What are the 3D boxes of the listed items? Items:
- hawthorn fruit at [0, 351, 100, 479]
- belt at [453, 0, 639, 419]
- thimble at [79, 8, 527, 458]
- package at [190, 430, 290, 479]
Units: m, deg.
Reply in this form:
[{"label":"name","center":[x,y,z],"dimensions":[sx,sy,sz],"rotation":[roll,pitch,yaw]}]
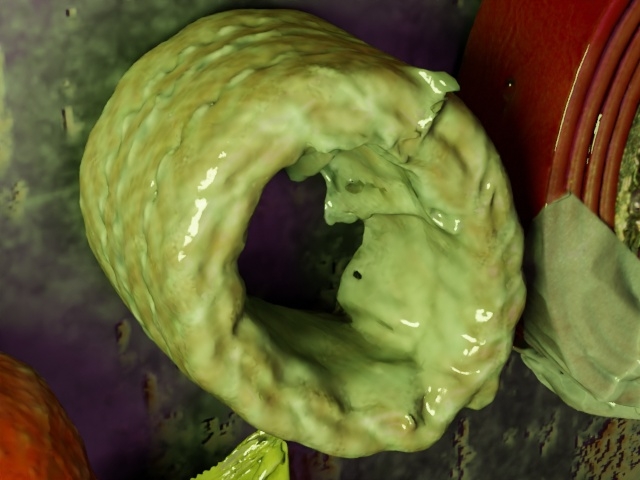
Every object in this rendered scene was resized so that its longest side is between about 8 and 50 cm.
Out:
[{"label":"hawthorn fruit","center":[-0.187,0.163,0.794],"dimensions":[0.242,0.272,0.241],"rotation":[-9,107,-29]},{"label":"belt","center":[0.195,-0.053,0.990],"dimensions":[0.227,0.115,0.323],"rotation":[-5,115,-25]},{"label":"thimble","center":[-0.006,-0.001,0.889],"dimensions":[0.196,0.148,0.229],"rotation":[-28,121,-14]},{"label":"package","center":[-0.047,0.217,1.001],"dimensions":[0.168,0.090,0.226],"rotation":[-38,127,-5]}]
